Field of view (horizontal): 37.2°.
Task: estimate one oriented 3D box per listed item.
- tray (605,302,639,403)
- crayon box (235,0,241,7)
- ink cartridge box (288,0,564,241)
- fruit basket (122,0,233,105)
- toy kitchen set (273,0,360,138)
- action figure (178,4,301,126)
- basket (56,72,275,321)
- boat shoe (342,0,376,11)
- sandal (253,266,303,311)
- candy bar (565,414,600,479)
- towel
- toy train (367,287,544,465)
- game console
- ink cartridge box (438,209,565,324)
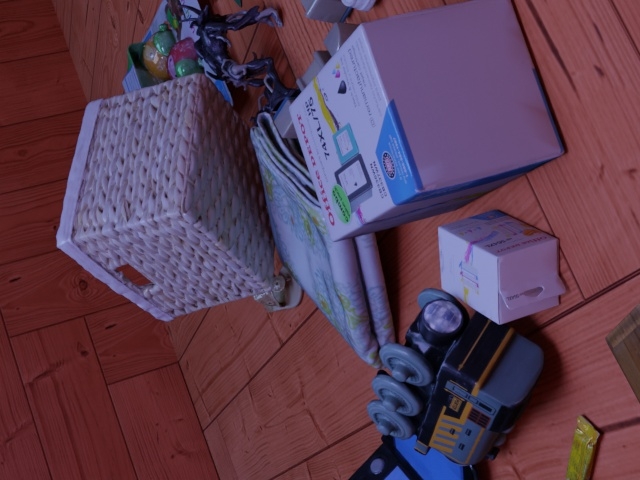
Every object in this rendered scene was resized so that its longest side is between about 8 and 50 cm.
[{"bbox_3d":[0.394,0.235,0.824,0.203,0.076,0.410,79,168,-71],"label":"tray"},{"bbox_3d":[-0.237,-0.611,1.775,0.203,0.083,0.322,53,157,41],"label":"crayon box"},{"bbox_3d":[0.114,-0.136,1.149,0.270,0.197,0.198,-33,74,68],"label":"ink cartridge box"},{"bbox_3d":[-0.313,-0.365,2.070,0.353,0.166,0.326,-38,70,63],"label":"fruit basket"},{"bbox_3d":[0.002,-0.287,1.474,0.207,0.122,0.166,-52,55,40],"label":"toy kitchen set"},{"bbox_3d":[-0.133,-0.331,1.695,0.275,0.141,0.164,51,155,14],"label":"action figure"},{"bbox_3d":[-0.258,-0.077,1.743,0.328,0.267,0.331,47,-143,-49],"label":"basket"},{"bbox_3d":[0.031,-0.438,1.272,0.098,0.096,0.277,47,147,47],"label":"boat shoe"},{"bbox_3d":[-0.107,0.116,2.016,0.088,0.079,0.240,70,158,9],"label":"sandal"},{"bbox_3d":[0.323,0.288,1.185,0.040,0.018,0.161,-129,30,-51],"label":"candy bar"},{"bbox_3d":[0.000,0.000,1.585,0.320,0.090,0.374,52,163,46],"label":"towel"},{"bbox_3d":[0.175,0.200,1.270,0.190,0.142,0.334,31,150,16],"label":"toy train"},{"bbox_3d":[0.123,0.403,1.540,0.173,0.250,0.293,45,178,-36],"label":"game console"},{"bbox_3d":[0.221,0.032,1.153,0.143,0.092,0.089,33,135,57],"label":"ink cartridge box"}]
